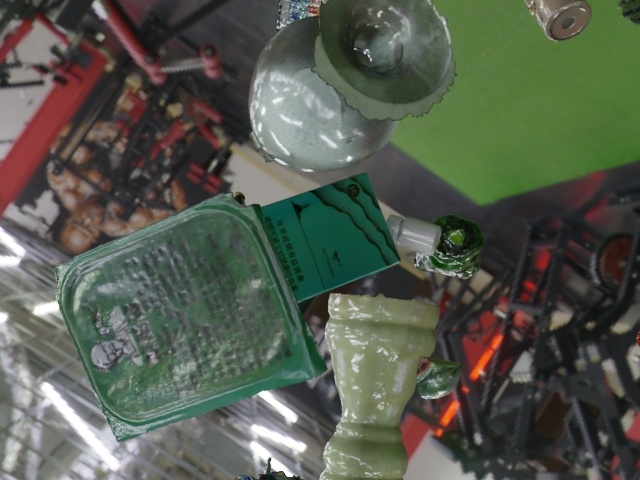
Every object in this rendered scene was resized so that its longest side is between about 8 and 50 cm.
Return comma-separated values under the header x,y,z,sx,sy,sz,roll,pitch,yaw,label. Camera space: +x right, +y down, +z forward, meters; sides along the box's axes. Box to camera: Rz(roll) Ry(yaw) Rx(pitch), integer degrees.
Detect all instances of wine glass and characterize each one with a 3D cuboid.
x,y,z,sx,sy,sz,roll,pitch,yaw,label
0.025,-0.218,1.272,0.238,0.238,0.323,34,157,-9,wine glass

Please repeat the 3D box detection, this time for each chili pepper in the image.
x,y,z,sx,sy,sz,roll,pitch,yaw,label
0.259,0.016,1.785,0.136,0.099,0.270,20,172,8,chili pepper

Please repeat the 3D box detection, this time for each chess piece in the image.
x,y,z,sx,sy,sz,roll,pitch,yaw,label
0.101,0.330,1.820,0.234,0.441,0.234,8,175,1,chess piece

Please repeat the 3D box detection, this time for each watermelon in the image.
x,y,z,sx,sy,sz,roll,pitch,yaw,label
0.215,0.253,1.678,0.085,0.092,0.072,20,-153,-9,watermelon

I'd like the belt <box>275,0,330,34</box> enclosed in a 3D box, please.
x,y,z,sx,sy,sz,roll,pitch,yaw,label
0.013,-0.487,1.982,0.161,0.294,0.207,14,-161,19,belt

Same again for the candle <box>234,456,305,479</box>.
x,y,z,sx,sy,sz,roll,pitch,yaw,label
-0.065,0.503,1.564,0.187,0.187,0.330,36,-177,-30,candle

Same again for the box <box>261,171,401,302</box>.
x,y,z,sx,sy,sz,roll,pitch,yaw,label
0.000,0.000,1.433,0.160,0.226,0.042,69,157,2,box

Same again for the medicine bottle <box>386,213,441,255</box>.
x,y,z,sx,sy,sz,roll,pitch,yaw,label
0.152,-0.011,1.502,0.089,0.052,0.052,17,172,12,medicine bottle

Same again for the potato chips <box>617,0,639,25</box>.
x,y,z,sx,sy,sz,roll,pitch,yaw,label
0.579,-0.432,1.646,0.207,0.028,0.091,-26,-92,-49,potato chips

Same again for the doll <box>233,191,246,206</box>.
x,y,z,sx,sy,sz,roll,pitch,yaw,label
-0.152,0.000,1.693,0.103,0.145,0.316,34,-174,-24,doll

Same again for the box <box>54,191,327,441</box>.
x,y,z,sx,sy,sz,roll,pitch,yaw,label
-0.174,0.099,1.239,0.264,0.337,0.106,69,-159,-1,box

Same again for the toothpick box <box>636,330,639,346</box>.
x,y,z,sx,sy,sz,roll,pitch,yaw,label
0.490,0.154,1.297,0.047,0.047,0.083,35,-168,-20,toothpick box

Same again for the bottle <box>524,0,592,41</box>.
x,y,z,sx,sy,sz,roll,pitch,yaw,label
0.424,-0.443,1.661,0.099,0.099,0.152,39,-156,-51,bottle
